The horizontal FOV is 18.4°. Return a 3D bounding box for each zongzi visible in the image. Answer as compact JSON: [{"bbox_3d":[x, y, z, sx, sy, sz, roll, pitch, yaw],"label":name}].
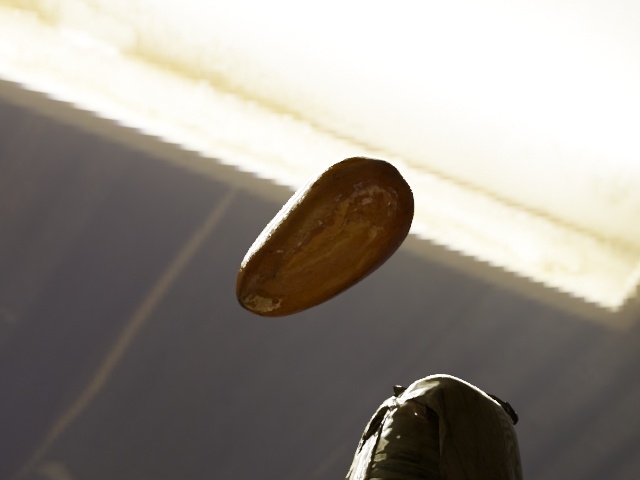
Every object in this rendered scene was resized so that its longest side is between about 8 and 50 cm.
[{"bbox_3d":[0.076,0.131,0.849,0.094,0.205,0.204,39,-33,-22],"label":"zongzi"}]

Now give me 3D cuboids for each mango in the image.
[{"bbox_3d":[0.000,0.000,0.790,0.046,0.089,0.060,53,-31,2],"label":"mango"}]
